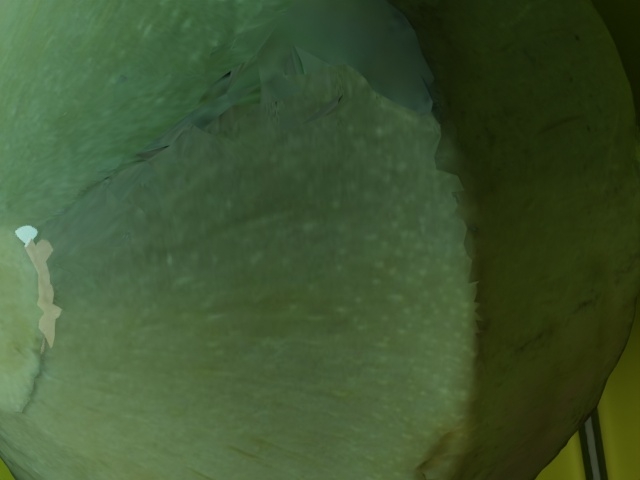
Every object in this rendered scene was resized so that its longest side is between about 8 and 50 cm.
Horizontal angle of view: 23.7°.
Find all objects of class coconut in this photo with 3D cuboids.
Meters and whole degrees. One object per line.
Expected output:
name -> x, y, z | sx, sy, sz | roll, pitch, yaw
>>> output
coconut -> -0.027, 0.001, 0.705 | 0.352, 0.352, 0.353 | 24, 129, 33
